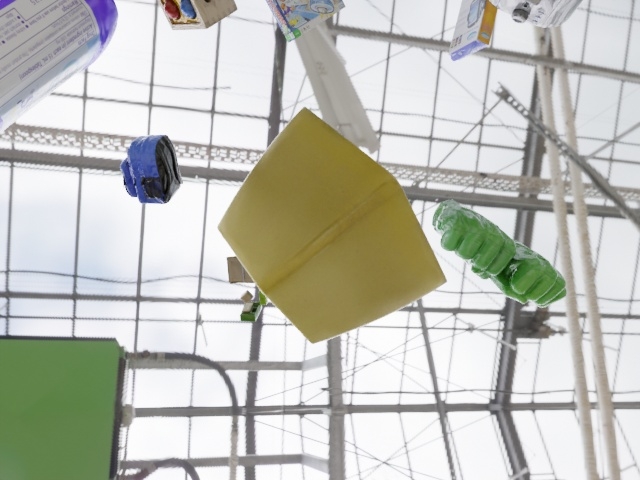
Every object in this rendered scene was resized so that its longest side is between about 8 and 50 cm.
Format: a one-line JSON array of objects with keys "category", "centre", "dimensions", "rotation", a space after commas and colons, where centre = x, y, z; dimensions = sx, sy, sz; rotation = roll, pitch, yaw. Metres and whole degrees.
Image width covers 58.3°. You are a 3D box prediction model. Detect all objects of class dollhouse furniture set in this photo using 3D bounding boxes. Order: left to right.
[{"category": "dollhouse furniture set", "centre": [-0.145, 0.088, 1.180], "dimensions": [0.076, 0.059, 0.152], "rotation": [0, -67, 6]}]

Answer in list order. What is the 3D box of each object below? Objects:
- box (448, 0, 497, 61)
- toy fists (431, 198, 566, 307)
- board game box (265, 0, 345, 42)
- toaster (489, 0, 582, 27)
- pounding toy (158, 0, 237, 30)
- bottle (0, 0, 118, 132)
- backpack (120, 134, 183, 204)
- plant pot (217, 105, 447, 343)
[{"category": "box", "centre": [0.253, -0.359, 0.939], "dimensions": [0.028, 0.081, 0.136], "rotation": [15, -96, -21]}, {"category": "toy fists", "centre": [0.322, 0.032, 1.033], "dimensions": [0.279, 0.142, 0.096], "rotation": [32, -81, -19]}, {"category": "board game box", "centre": [-0.039, -0.589, 1.399], "dimensions": [0.201, 0.035, 0.136], "rotation": [-44, -67, -31]}, {"category": "toaster", "centre": [0.290, -0.373, 0.666], "dimensions": [0.129, 0.146, 0.227], "rotation": [27, -82, 4]}, {"category": "pounding toy", "centre": [-0.232, -0.412, 0.917], "dimensions": [0.100, 0.130, 0.141], "rotation": [-44, -50, -26]}, {"category": "bottle", "centre": [-0.254, -0.092, 0.370], "dimensions": [0.092, 0.118, 0.283], "rotation": [50, -132, -26]}, {"category": "backpack", "centre": [-0.327, -0.140, 1.096], "dimensions": [0.101, 0.120, 0.098], "rotation": [0, -149, 2]}, {"category": "plant pot", "centre": [0.000, 0.000, 0.726], "dimensions": [0.187, 0.212, 0.212], "rotation": [-40, -134, -3]}]
